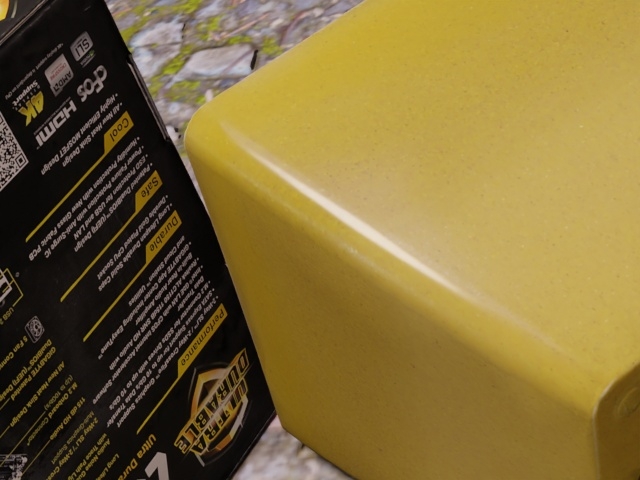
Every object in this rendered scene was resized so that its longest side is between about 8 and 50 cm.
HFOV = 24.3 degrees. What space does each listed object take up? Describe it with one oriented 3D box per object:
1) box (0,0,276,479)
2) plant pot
[{"bbox_3d":[-0.159,0.077,0.612,0.079,0.257,0.322,7,45,34],"label":"box"},{"bbox_3d":[0.102,0.013,0.615,0.212,0.212,0.187,-35,49,-18],"label":"plant pot"}]
